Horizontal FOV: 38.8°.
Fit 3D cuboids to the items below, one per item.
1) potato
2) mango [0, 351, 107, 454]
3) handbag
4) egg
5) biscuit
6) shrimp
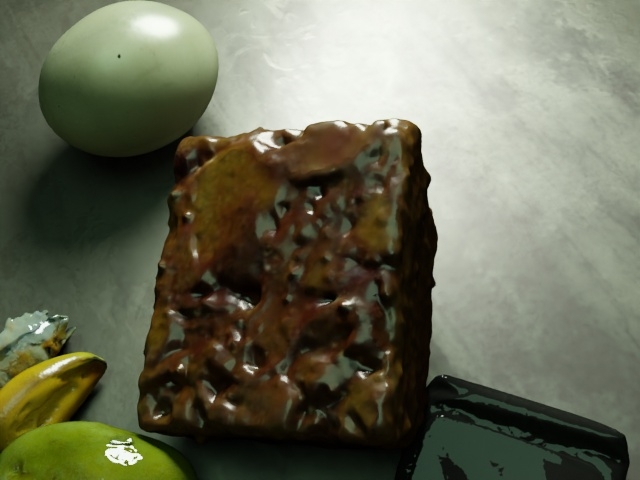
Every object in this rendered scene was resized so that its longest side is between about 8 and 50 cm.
[{"bbox_3d":[-0.267,0.297,1.043,0.253,0.149,0.186,-4,28,-4],"label":"potato"},{"bbox_3d":[-0.354,0.203,1.152,0.187,0.101,0.066,-39,45,-26],"label":"mango"},{"bbox_3d":[0.208,0.290,1.030,0.246,0.080,0.223,16,70,16],"label":"handbag"},{"bbox_3d":[-0.280,-0.235,1.334,0.269,0.219,0.219,-18,58,-7],"label":"egg"},{"bbox_3d":[-0.032,0.059,1.103,0.342,0.166,0.395,-2,69,27],"label":"biscuit"},{"bbox_3d":[-0.486,0.156,1.200,0.287,0.068,0.185,7,51,13],"label":"shrimp"}]
